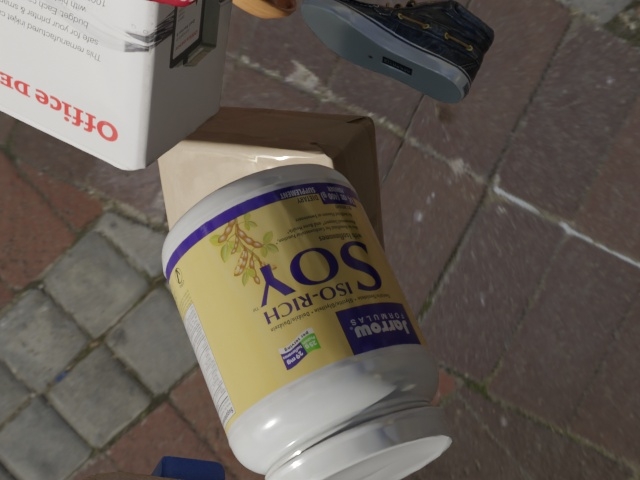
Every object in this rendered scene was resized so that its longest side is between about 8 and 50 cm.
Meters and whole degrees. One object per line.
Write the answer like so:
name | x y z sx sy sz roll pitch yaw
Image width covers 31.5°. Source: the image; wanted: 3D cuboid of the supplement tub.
supplement tub | -0.015 0.110 1.247 0.241 0.241 0.331 -28 68 8

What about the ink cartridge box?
ink cartridge box | -0.167 -0.215 0.801 0.198 0.115 0.272 26 131 16

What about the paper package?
paper package | -0.069 -0.023 1.731 0.310 0.168 0.324 6 118 24

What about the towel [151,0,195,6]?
towel | -0.098 -0.198 0.547 0.199 0.275 0.031 6 72 -28

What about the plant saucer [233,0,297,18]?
plant saucer | -0.122 -0.394 1.673 0.200 0.200 0.037 42 112 -1

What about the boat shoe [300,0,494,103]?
boat shoe | 0.076 -0.208 1.107 0.183 0.065 0.083 29 68 6

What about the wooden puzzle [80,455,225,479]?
wooden puzzle | -0.079 0.266 0.871 0.348 0.080 0.322 9 134 -28
